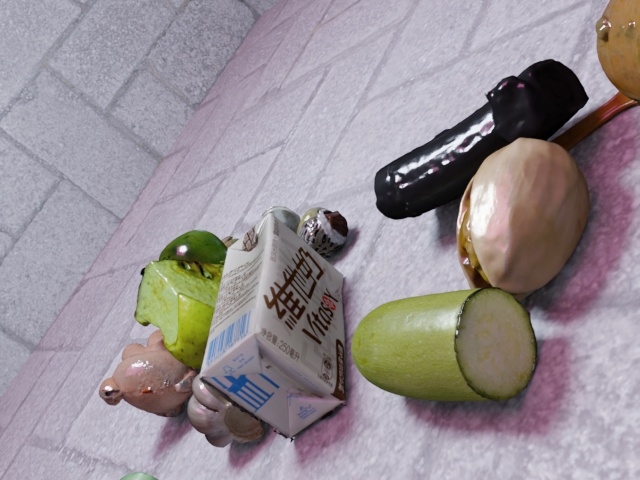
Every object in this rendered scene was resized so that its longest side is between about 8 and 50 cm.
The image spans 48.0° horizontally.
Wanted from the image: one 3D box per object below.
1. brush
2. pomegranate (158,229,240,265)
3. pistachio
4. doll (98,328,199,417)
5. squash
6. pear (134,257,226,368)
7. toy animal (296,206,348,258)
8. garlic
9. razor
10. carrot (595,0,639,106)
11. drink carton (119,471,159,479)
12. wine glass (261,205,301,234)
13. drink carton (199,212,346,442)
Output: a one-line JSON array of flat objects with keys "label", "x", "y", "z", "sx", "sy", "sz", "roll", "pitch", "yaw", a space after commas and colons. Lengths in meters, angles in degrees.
[{"label": "brush", "x": 0.395, "y": -0.175, "z": 1.030, "sx": 0.314, "sy": 0.017, "sz": 0.090, "roll": -39, "pitch": 26, "yaw": 27}, {"label": "pomegranate", "x": -0.271, "y": 0.056, "z": 1.698, "sx": 0.187, "sy": 0.187, "sz": 0.225, "roll": -27, "pitch": 6, "yaw": 42}, {"label": "pistachio", "x": 0.253, "y": -0.025, "z": 0.917, "sx": 0.157, "sy": 0.157, "sz": 0.230, "roll": -10, "pitch": 49, "yaw": 56}, {"label": "doll", "x": -0.320, "y": 0.277, "z": 1.514, "sx": 0.201, "sy": 0.156, "sz": 0.303, "roll": -4, "pitch": 12, "yaw": 6}, {"label": "squash", "x": 0.133, "y": 0.133, "z": 0.903, "sx": 0.247, "sy": 0.132, "sz": 0.133, "roll": -14, "pitch": 42, "yaw": 55}, {"label": "pear", "x": -0.214, "y": 0.157, "z": 1.439, "sx": 0.255, "sy": 0.238, "sz": 0.164, "roll": 36, "pitch": 112, "yaw": 42}, {"label": "toy animal", "x": 0.000, "y": 0.000, "z": 1.380, "sx": 0.098, "sy": 0.098, "sz": 0.137, "roll": -12, "pitch": 51, "yaw": 55}, {"label": "garlic", "x": -0.164, "y": 0.263, "z": 1.233, "sx": 0.127, "sy": 0.131, "sz": 0.194, "roll": -19, "pitch": 27, "yaw": -2}, {"label": "razor", "x": 0.232, "y": -0.138, "z": 1.078, "sx": 0.189, "sy": 0.107, "sz": 0.326, "roll": -26, "pitch": -7, "yaw": -47}, {"label": "carrot", "x": 0.454, "y": -0.221, "z": 0.735, "sx": 0.224, "sy": 0.224, "sz": 0.341, "roll": -48, "pitch": 21, "yaw": 6}, {"label": "drink carton", "x": -0.315, "y": 0.477, "z": 1.190, "sx": 0.144, "sy": 0.146, "sz": 0.142, "roll": -34, "pitch": 20, "yaw": 32}, {"label": "wine glass", "x": -0.089, "y": 0.012, "z": 1.494, "sx": 0.122, "sy": 0.122, "sz": 0.183, "roll": -41, "pitch": 21, "yaw": 20}, {"label": "drink carton", "x": -0.064, "y": 0.129, "z": 1.171, "sx": 0.132, "sy": 0.194, "sz": 0.325, "roll": -38, "pitch": 26, "yaw": 23}]
